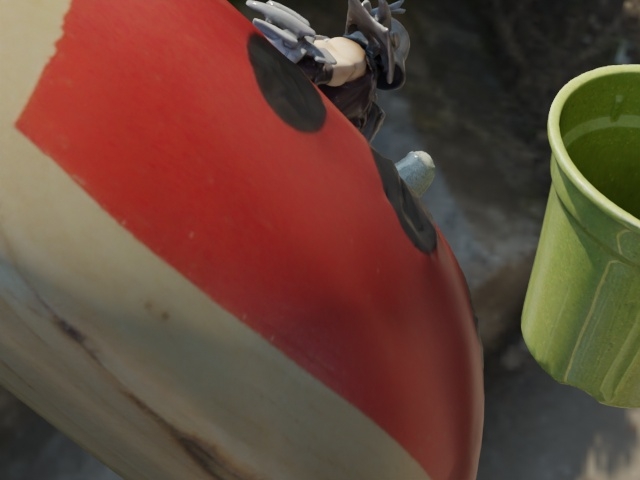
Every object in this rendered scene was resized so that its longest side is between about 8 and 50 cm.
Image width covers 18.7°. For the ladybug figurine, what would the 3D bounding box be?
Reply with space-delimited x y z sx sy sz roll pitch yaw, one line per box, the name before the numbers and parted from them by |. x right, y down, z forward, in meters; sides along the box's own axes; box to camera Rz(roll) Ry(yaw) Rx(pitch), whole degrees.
ladybug figurine | -0.078 -0.008 0.782 0.162 0.449 0.305 -52 38 -8

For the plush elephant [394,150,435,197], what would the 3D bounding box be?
plush elephant | 0.000 0.000 1.817 0.330 0.272 0.255 10 78 29

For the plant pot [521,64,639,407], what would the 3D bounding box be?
plant pot | 0.316 0.014 1.875 0.276 0.276 0.254 56 143 37

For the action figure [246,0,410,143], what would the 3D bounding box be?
action figure | -0.048 -0.058 1.162 0.099 0.285 0.185 39 158 25
